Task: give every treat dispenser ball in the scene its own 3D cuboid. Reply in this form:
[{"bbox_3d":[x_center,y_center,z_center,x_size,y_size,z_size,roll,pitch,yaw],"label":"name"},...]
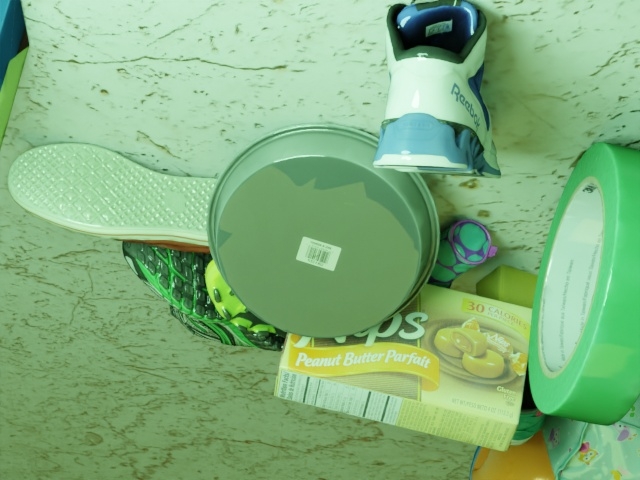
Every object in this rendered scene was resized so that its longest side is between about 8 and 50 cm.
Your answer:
[{"bbox_3d":[0.382,0.399,2.464,0.288,0.288,0.288,7,153,4],"label":"treat dispenser ball"}]

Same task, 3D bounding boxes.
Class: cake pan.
[{"bbox_3d":[0.000,0.000,1.887,0.293,0.054,0.293,3,117,5],"label":"cake pan"}]

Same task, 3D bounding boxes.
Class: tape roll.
[{"bbox_3d":[0.322,0.050,1.765,0.077,0.321,0.321,12,153,-6],"label":"tape roll"}]

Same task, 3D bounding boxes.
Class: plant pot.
[{"bbox_3d":[0.266,0.095,2.132,0.081,0.083,0.081,16,152,-16],"label":"plant pot"}]

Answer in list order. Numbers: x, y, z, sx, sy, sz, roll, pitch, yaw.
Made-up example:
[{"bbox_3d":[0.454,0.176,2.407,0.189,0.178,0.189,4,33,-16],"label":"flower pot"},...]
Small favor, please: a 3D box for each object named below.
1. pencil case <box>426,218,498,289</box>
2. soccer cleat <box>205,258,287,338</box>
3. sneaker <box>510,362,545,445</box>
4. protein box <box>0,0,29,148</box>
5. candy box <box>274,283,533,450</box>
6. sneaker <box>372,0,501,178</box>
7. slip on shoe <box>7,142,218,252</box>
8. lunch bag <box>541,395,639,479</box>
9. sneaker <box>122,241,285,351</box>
[{"bbox_3d":[0.172,0.028,2.052,0.070,0.064,0.151,31,150,-7],"label":"pencil case"},{"bbox_3d":[-0.073,0.073,2.149,0.093,0.121,0.289,-39,141,17],"label":"soccer cleat"},{"bbox_3d":[0.212,0.178,2.212,0.295,0.124,0.178,32,153,0],"label":"sneaker"},{"bbox_3d":[-0.445,-0.186,1.673,0.201,0.200,0.136,9,153,1],"label":"protein box"},{"bbox_3d":[0.113,0.148,2.023,0.316,0.183,0.087,13,144,3],"label":"candy box"},{"bbox_3d":[0.135,-0.161,1.637,0.127,0.182,0.315,6,-178,10],"label":"sneaker"},{"bbox_3d":[-0.242,-0.044,1.991,0.331,0.123,0.101,10,157,-13],"label":"slip on shoe"},{"bbox_3d":[0.466,0.282,2.257,0.262,0.223,0.160,18,117,-13],"label":"lunch bag"},{"bbox_3d":[-0.176,0.077,2.178,0.146,0.134,0.343,-8,149,31],"label":"sneaker"}]
